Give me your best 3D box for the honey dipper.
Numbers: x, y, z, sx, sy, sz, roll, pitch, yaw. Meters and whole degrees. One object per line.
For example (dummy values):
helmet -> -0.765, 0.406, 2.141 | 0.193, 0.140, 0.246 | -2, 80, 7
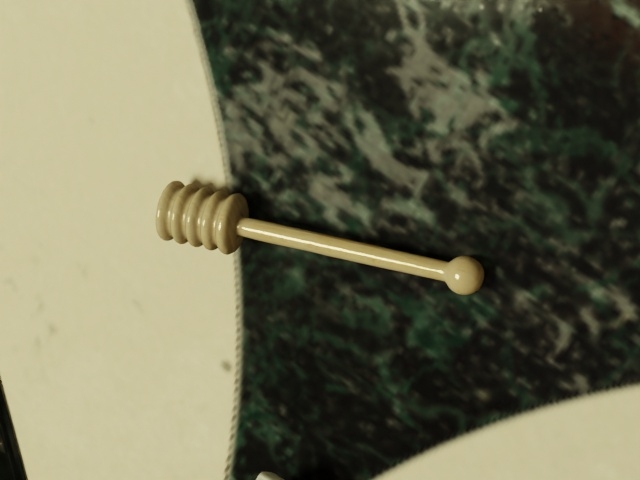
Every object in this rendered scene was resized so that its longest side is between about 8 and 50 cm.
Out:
honey dipper -> 0.000, 0.000, 0.877 | 0.160, 0.030, 0.030 | 11, 112, 20

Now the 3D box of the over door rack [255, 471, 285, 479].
over door rack -> 0.022, 0.305, 0.938 | 0.239, 0.108, 0.324 | 28, 103, 15

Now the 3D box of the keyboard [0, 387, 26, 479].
keyboard -> -0.213, 0.116, 1.029 | 0.100, 0.038, 0.192 | -10, 102, 5
